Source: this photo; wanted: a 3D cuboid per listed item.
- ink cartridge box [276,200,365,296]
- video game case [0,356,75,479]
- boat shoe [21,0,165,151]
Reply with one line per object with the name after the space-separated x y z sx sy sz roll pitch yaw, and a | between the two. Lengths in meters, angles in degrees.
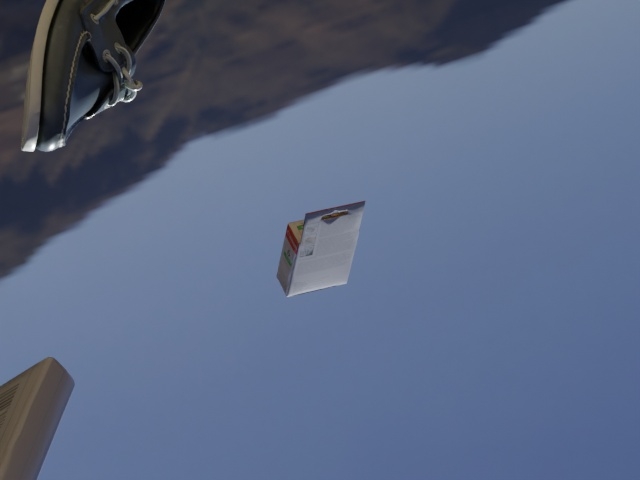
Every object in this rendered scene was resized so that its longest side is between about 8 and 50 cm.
0.000 0.000 1.567 0.063 0.029 0.115 -12 141 -22 | ink cartridge box
-0.202 0.153 0.724 0.193 0.023 0.212 -31 -160 18 | video game case
-0.207 -0.177 1.581 0.099 0.116 0.319 13 -148 -4 | boat shoe
